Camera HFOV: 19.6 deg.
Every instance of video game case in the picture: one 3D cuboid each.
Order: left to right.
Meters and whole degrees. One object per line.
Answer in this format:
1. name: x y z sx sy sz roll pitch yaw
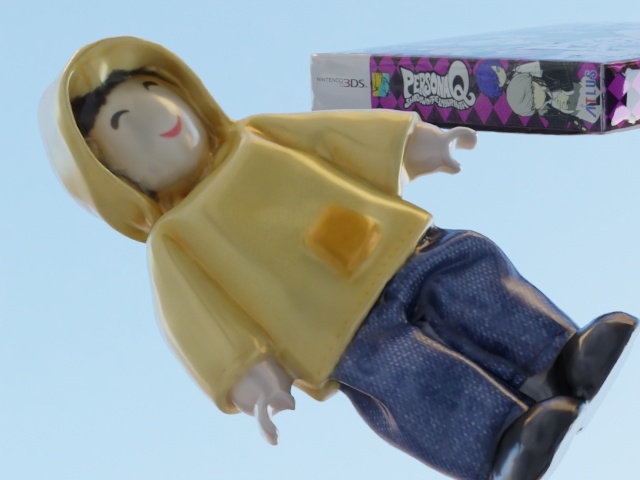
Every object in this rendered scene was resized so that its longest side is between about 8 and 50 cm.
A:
1. video game case: 0.148 -0.095 1.043 0.210 0.232 0.042 8 -75 47

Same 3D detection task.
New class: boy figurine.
1. boy figurine: 0.000 0.000 0.816 0.285 0.177 0.092 35 -25 14
